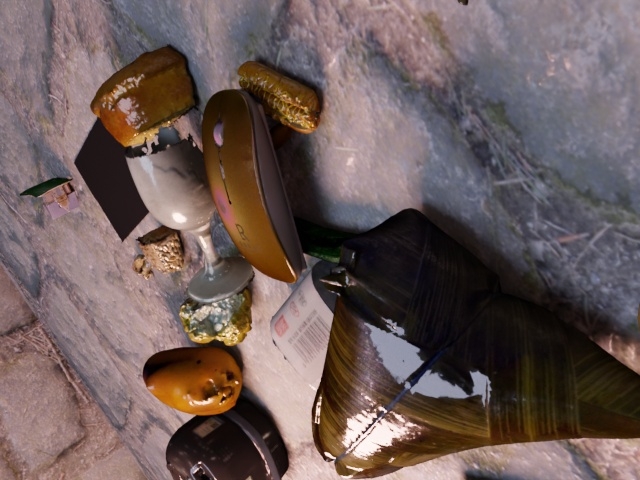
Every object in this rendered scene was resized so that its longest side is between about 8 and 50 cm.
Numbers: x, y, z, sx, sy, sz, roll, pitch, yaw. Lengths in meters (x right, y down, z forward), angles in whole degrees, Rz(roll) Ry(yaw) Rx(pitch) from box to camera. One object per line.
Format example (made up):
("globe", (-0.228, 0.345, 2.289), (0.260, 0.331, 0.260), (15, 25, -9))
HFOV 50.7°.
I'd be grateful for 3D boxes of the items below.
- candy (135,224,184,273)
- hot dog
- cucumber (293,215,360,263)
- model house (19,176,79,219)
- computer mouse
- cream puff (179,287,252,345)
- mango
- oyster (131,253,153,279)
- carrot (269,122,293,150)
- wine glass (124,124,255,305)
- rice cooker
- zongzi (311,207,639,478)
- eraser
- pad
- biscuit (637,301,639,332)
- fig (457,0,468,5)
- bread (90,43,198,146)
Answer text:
("candy", (-0.348, 0.019, 1.487), (0.095, 0.085, 0.110), (23, 137, 55))
("hot dog", (-0.060, -0.205, 0.969), (0.165, 0.045, 0.071), (35, 137, 34))
("cucumber", (0.000, 0.000, 1.043), (0.284, 0.056, 0.056), (16, 127, 48))
("model house", (-0.742, -0.112, 1.871), (0.167, 0.117, 0.088), (6, 124, 47))
("computer mouse", (-0.109, -0.074, 1.028), (0.158, 0.072, 0.310), (12, 122, 53))
("cream puff", (-0.199, 0.145, 1.344), (0.156, 0.156, 0.121), (54, -178, 8))
("mango", (-0.296, 0.324, 1.565), (0.287, 0.201, 0.152), (-8, 89, 43))
("oyster", (-0.431, 0.060, 1.687), (0.083, 0.038, 0.081), (-17, 130, 28))
("carrot", (-0.106, -0.135, 1.089), (0.248, 0.043, 0.043), (-28, 93, 54))
("wine glass", (-0.230, -0.042, 1.201), (0.143, 0.143, 0.321), (21, 139, 43))
("rice cooker", (-0.221, 0.518, 1.578), (0.267, 0.224, 0.267), (31, 138, 33))
("zongzi", (0.185, 0.227, 0.839), (0.432, 0.208, 0.403), (32, 129, 27))
("eraser", (0.011, 0.150, 1.122), (0.174, 0.081, 0.227), (49, 144, 8))
("pad", (-0.495, -0.147, 1.617), (0.247, 0.007, 0.367), (60, 146, 0))
("biscuit", (0.467, 0.124, 0.526), (0.365, 0.062, 0.385), (58, 146, 4))
("fig", (0.127, -0.290, 0.646), (0.089, 0.089, 0.125), (14, 153, 47))
("bread", (-0.334, -0.245, 1.216), (0.260, 0.134, 0.129), (-16, 103, 56))
